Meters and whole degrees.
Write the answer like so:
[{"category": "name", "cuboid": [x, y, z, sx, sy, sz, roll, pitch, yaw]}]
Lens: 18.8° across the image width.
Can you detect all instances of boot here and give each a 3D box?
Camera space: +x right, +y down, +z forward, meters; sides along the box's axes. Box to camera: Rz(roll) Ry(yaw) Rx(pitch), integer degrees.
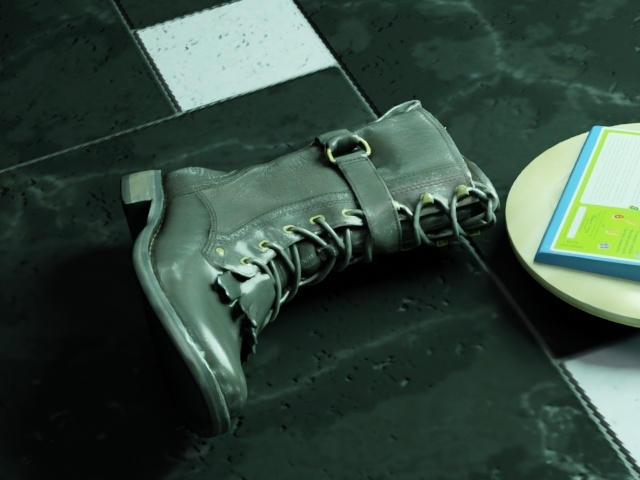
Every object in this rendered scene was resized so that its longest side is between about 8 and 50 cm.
[{"category": "boot", "cuboid": [0.000, 0.000, 1.192, 0.229, 0.091, 0.263, -13, 37, -4]}]

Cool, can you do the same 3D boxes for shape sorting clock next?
[{"category": "shape sorting clock", "cuboid": [0.218, -0.010, 1.200, 0.206, 0.040, 0.206, -5, 36, 3]}]
